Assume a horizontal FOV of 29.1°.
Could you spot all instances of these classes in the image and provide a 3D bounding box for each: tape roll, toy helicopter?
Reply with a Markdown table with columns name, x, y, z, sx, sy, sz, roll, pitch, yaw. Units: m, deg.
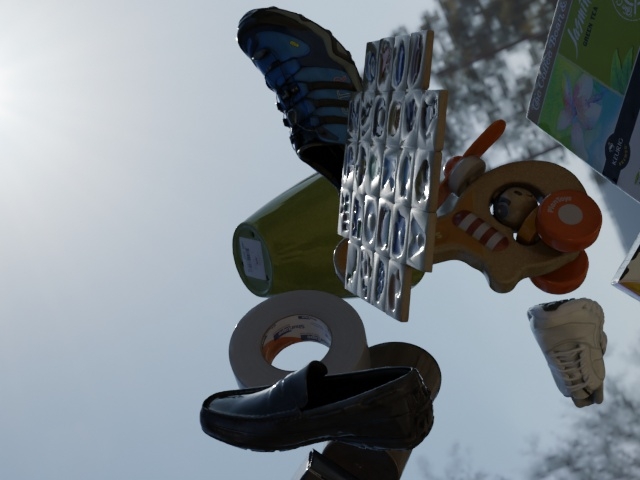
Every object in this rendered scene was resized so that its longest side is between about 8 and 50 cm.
| name | x | y | z | sx | sy | sz | roll | pitch | yaw |
| --- | --- | --- | --- | --- | --- | --- | --- | --- | --- |
| tape roll | -0.032 | 0.183 | 1.952 | 0.072 | 0.219 | 0.219 | 76 | -174 | -45 |
| toy helicopter | 0.183 | -0.024 | 1.642 | 0.140 | 0.355 | 0.235 | 87 | 165 | -58 |

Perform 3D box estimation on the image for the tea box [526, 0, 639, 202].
| name | x | y | z | sx | sy | sz | roll | pitch | yaw |
| --- | --- | --- | --- | --- | --- | --- | --- | --- | --- |
| tea box | 0.510 | -0.261 | 1.800 | 0.323 | 0.220 | 0.329 | 49 | 135 | 50 |

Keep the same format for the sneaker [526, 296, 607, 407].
| name | x | y | z | sx | sy | sz | roll | pitch | yaw |
| --- | --- | --- | --- | --- | --- | --- | --- | --- | --- |
| sneaker | 0.384 | 0.169 | 1.860 | 0.292 | 0.110 | 0.118 | 45 | -141 | -58 |

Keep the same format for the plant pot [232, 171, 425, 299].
| name | x | y | z | sx | sy | sz | roll | pitch | yaw |
| --- | --- | --- | --- | --- | --- | --- | --- | --- | --- |
| plant pot | 0.000 | 0.000 | 2.209 | 0.293 | 0.275 | 0.275 | -17 | -96 | -31 |

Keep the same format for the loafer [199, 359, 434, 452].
| name | x | y | z | sx | sy | sz | roll | pitch | yaw |
| --- | --- | --- | --- | --- | --- | --- | --- | --- | --- |
| loafer | -0.008 | 0.144 | 1.110 | 0.076 | 0.223 | 0.078 | -55 | -43 | -58 |

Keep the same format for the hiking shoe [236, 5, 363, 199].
| name | x | y | z | sx | sy | sz | roll | pitch | yaw |
| --- | --- | --- | --- | --- | --- | --- | --- | --- | --- |
| hiking shoe | -0.002 | -0.174 | 1.602 | 0.304 | 0.113 | 0.132 | 46 | -137 | -9 |

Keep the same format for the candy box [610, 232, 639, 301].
| name | x | y | z | sx | sy | sz | roll | pitch | yaw |
| --- | --- | --- | --- | --- | --- | --- | --- | --- | --- |
| candy box | 0.589 | 0.009 | 1.950 | 0.159 | 0.233 | 0.071 | 30 | 178 | 5 |

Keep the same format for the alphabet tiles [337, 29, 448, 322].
| name | x | y | z | sx | sy | sz | roll | pitch | yaw |
| --- | --- | --- | --- | --- | --- | --- | --- | --- | --- |
| alphabet tiles | 0.069 | -0.072 | 1.301 | 0.342 | 0.011 | 0.285 | -154 | 68 | -76 |

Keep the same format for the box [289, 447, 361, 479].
| name | x | y | z | sx | sy | sz | roll | pitch | yaw |
| --- | --- | --- | --- | --- | --- | --- | --- | --- | --- |
| box | -0.006 | 0.397 | 1.566 | 0.153 | 0.207 | 0.108 | 35 | -175 | -1 |

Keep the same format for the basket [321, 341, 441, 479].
| name | x | y | z | sx | sy | sz | roll | pitch | yaw |
| --- | --- | --- | --- | --- | --- | --- | --- | --- | --- |
| basket | 0.088 | 0.297 | 1.985 | 0.154 | 0.204 | 0.227 | 43 | -149 | -11 |
